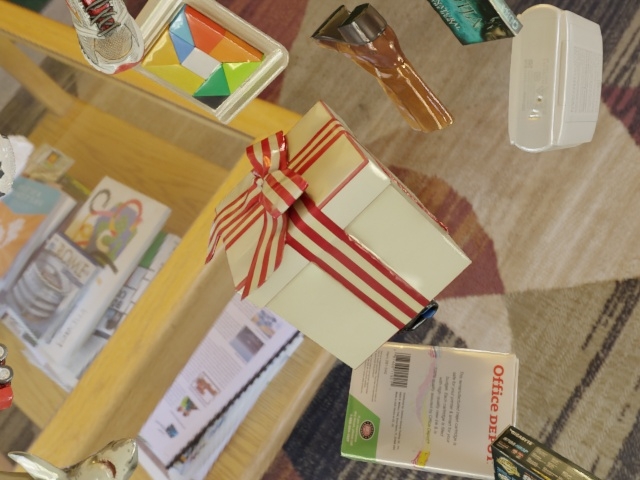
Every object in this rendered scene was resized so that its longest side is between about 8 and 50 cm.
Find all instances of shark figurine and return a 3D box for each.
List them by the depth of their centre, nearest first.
[{"bbox_3d":[-0.337,0.275,0.820,0.278,0.116,0.166,8,101,12],"label":"shark figurine"}]

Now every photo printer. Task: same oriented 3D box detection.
[{"bbox_3d":[0.461,-0.303,1.318,0.107,0.307,0.256,7,103,34],"label":"photo printer"}]

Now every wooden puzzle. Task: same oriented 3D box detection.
[{"bbox_3d":[-0.207,-0.315,1.180,0.221,0.238,0.044,-33,36,43],"label":"wooden puzzle"}]

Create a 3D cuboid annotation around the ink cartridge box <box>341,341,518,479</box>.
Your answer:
[{"bbox_3d":[0.193,0.291,1.175,0.278,0.117,0.201,2,69,19],"label":"ink cartridge box"}]

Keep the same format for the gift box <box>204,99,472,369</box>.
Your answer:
[{"bbox_3d":[0.000,0.000,0.916,0.276,0.258,0.255,-46,30,6],"label":"gift box"}]

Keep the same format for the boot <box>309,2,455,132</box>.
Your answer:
[{"bbox_3d":[0.123,-0.337,1.362,0.096,0.280,0.264,-51,26,-11],"label":"boot"}]

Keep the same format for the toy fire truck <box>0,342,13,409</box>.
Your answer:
[{"bbox_3d":[-0.380,0.137,0.676,0.135,0.047,0.192,-12,72,-33],"label":"toy fire truck"}]

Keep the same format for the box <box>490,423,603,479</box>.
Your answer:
[{"bbox_3d":[0.342,0.379,0.947,0.051,0.175,0.220,-34,37,-27],"label":"box"}]

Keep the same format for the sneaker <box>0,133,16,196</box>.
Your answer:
[{"bbox_3d":[-0.635,-0.105,1.170,0.235,0.153,0.094,-24,82,37],"label":"sneaker"}]

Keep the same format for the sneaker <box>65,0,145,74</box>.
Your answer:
[{"bbox_3d":[-0.315,-0.328,0.938,0.088,0.093,0.225,-27,79,-6],"label":"sneaker"}]

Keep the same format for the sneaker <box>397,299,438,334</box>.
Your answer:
[{"bbox_3d":[0.178,0.077,1.275,0.121,0.079,0.217,22,77,29],"label":"sneaker"}]

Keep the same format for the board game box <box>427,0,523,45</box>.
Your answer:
[{"bbox_3d":[0.221,-0.388,1.083,0.026,0.186,0.126,-56,29,-11],"label":"board game box"}]
